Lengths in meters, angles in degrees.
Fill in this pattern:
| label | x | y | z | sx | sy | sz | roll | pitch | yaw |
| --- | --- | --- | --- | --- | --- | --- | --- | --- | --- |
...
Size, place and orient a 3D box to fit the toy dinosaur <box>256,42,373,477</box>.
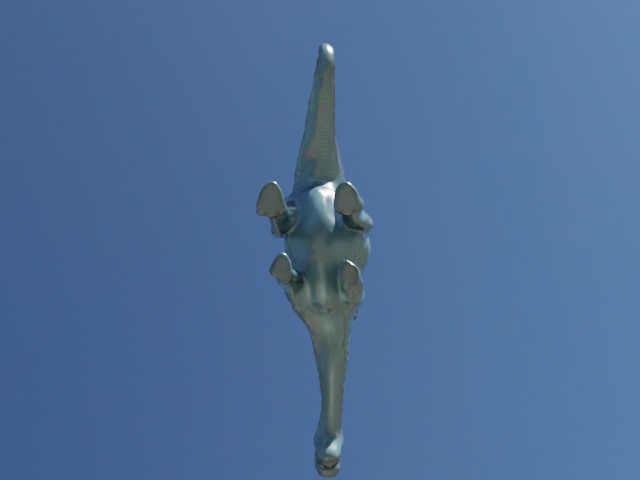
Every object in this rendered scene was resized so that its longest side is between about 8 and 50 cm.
| label | x | y | z | sx | sy | sz | roll | pitch | yaw |
| --- | --- | --- | --- | --- | --- | --- | --- | --- | --- |
| toy dinosaur | 0.000 | 0.000 | 0.553 | 0.045 | 0.197 | 0.080 | -2 | -18 | 4 |
